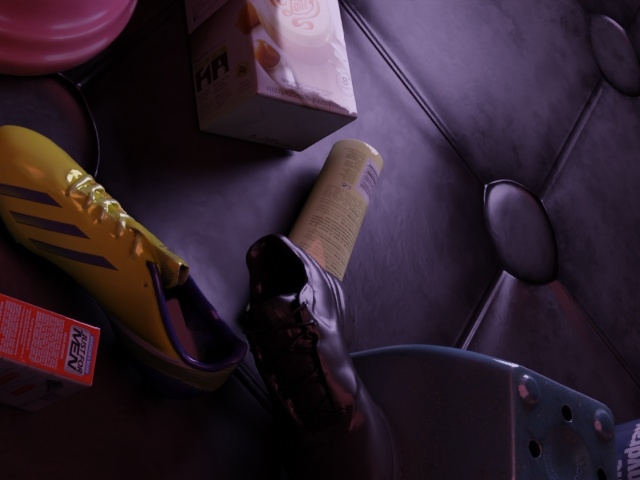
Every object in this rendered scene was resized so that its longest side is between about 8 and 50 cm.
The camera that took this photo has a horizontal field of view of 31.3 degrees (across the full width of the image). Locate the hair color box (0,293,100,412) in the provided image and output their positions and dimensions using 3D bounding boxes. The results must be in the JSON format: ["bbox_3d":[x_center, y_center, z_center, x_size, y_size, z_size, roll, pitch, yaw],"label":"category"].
[{"bbox_3d":[-0.264,0.075,0.861,0.167,0.093,0.053,26,54,-34],"label":"hair color box"}]

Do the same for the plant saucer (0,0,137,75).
[{"bbox_3d":[-0.293,-0.315,1.034,0.332,0.084,0.332,21,57,-35],"label":"plant saucer"}]

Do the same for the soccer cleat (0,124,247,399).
[{"bbox_3d":[-0.168,0.010,0.964,0.289,0.121,0.093,53,44,-11],"label":"soccer cleat"}]

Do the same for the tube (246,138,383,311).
[{"bbox_3d":[0.000,0.000,1.187,0.062,0.070,0.240,81,25,-54],"label":"tube"}]

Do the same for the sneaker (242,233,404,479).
[{"bbox_3d":[-0.015,0.115,0.991,0.130,0.109,0.286,54,11,-48],"label":"sneaker"}]

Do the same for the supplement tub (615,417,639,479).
[{"bbox_3d":[0.377,0.286,1.246,0.191,0.272,0.191,21,56,-36],"label":"supplement tub"}]

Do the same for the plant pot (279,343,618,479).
[{"bbox_3d":[0.134,0.232,1.053,0.247,0.252,0.248,26,54,-34],"label":"plant pot"}]

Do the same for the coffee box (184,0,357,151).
[{"bbox_3d":[-0.059,-0.233,1.208,0.141,0.098,0.247,8,65,-42],"label":"coffee box"}]
